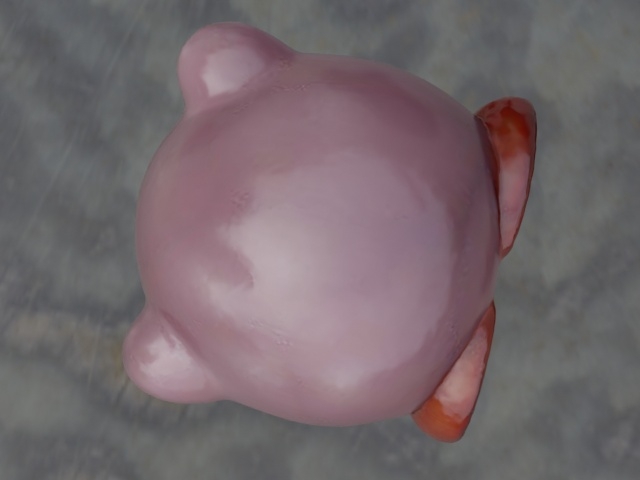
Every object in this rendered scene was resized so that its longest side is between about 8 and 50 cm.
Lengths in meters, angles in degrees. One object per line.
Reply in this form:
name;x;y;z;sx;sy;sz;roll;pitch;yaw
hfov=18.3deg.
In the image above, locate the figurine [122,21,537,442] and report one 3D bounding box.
figurine;0.000;0.000;0.887;0.173;0.173;0.173;-1;113;-1
